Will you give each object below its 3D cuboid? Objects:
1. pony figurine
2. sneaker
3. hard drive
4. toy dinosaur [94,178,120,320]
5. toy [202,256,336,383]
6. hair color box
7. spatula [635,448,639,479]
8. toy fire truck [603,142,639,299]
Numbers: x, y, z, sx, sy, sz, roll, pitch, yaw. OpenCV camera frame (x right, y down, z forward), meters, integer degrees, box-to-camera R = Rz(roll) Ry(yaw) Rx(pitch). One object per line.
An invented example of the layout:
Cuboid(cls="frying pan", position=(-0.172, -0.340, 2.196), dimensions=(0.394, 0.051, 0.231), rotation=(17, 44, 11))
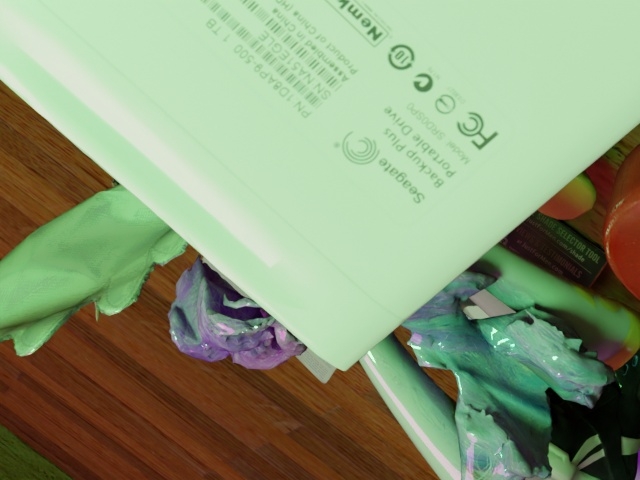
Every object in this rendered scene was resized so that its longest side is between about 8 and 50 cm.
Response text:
Cuboid(cls="pony figurine", position=(-0.003, -0.034, 0.895), dimensions=(0.363, 0.351, 0.303), rotation=(44, 120, -13))
Cuboid(cls="sneaker", position=(0.155, 0.098, 1.147), dimensions=(0.079, 0.121, 0.217), rotation=(12, 169, 31))
Cuboid(cls="hard drive", position=(0.051, -0.139, 0.610), dimensions=(0.233, 0.353, 0.047), rotation=(42, -158, -16))
Cuboid(cls="toy dinosaur", position=(-0.181, 0.000, 1.496), dimensions=(0.053, 0.092, 0.183), rotation=(35, 158, 3))
Cuboid(cls="toy", position=(0.000, 0.000, 1.274), dimensions=(0.137, 0.056, 0.237), rotation=(45, 153, 9))
Cuboid(cls="hair color box", position=(0.113, 0.026, 1.171), dimensions=(0.093, 0.053, 0.167), rotation=(36, 157, 0))
Cuboid(cls="spatula", position=(0.275, 0.153, 1.224), dimensions=(0.084, 0.030, 0.296), rotation=(40, 158, -15))
Cuboid(cls="toy fire truck", position=(0.276, -0.021, 0.720), dimensions=(0.254, 0.169, 0.302), rotation=(-9, 135, 36))
